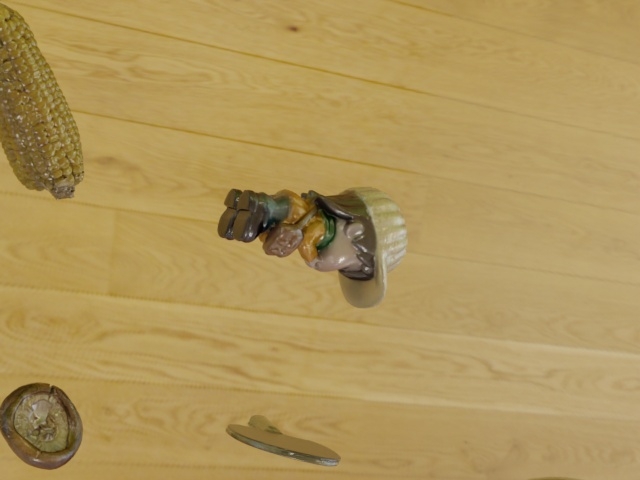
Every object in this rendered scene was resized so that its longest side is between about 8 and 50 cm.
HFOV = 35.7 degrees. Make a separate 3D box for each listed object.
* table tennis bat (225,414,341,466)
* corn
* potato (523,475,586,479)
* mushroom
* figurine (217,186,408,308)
[{"bbox_3d":[-0.056,0.245,1.238,0.138,0.246,0.022,17,84,-14],"label":"table tennis bat"},{"bbox_3d":[-0.443,-0.205,1.499,0.119,0.119,0.322,-22,117,-17],"label":"corn"},{"bbox_3d":[0.183,0.329,0.809,0.359,0.269,0.219,-12,111,-41],"label":"potato"},{"bbox_3d":[-0.382,0.254,1.351,0.123,0.123,0.052,33,131,-25],"label":"mushroom"},{"bbox_3d":[0.003,-0.030,1.718,0.332,0.185,0.205,30,82,-28],"label":"figurine"}]
